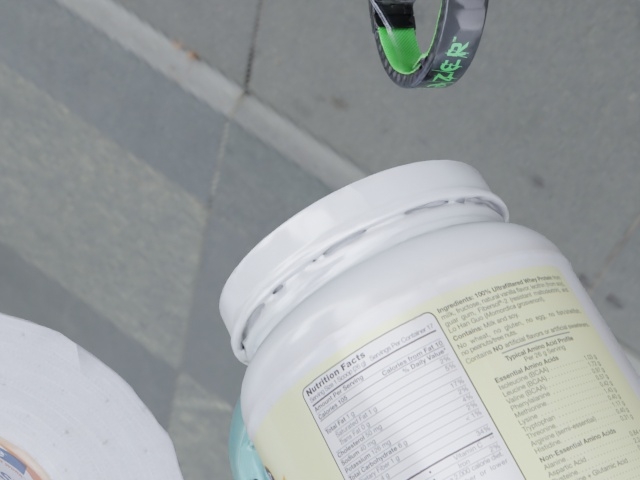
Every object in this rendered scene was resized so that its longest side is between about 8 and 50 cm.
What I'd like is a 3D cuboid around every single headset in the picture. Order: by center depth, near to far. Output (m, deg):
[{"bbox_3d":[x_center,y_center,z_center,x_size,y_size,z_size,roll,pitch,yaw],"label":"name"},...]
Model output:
[{"bbox_3d":[0.079,-0.358,1.452,0.185,0.394,0.243,-1,161,-17],"label":"headset"}]

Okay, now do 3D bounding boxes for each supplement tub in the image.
[{"bbox_3d":[0.092,0.137,0.827,0.324,0.235,0.235,62,155,23],"label":"supplement tub"}]

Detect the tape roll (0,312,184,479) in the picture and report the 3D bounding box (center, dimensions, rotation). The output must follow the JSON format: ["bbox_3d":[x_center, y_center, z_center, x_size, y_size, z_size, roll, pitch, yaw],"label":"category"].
[{"bbox_3d":[-0.160,0.137,0.536,0.219,0.219,0.072,40,151,4],"label":"tape roll"}]

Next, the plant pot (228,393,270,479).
[{"bbox_3d":[0.015,0.256,1.689,0.293,0.235,0.293,2,99,14],"label":"plant pot"}]
